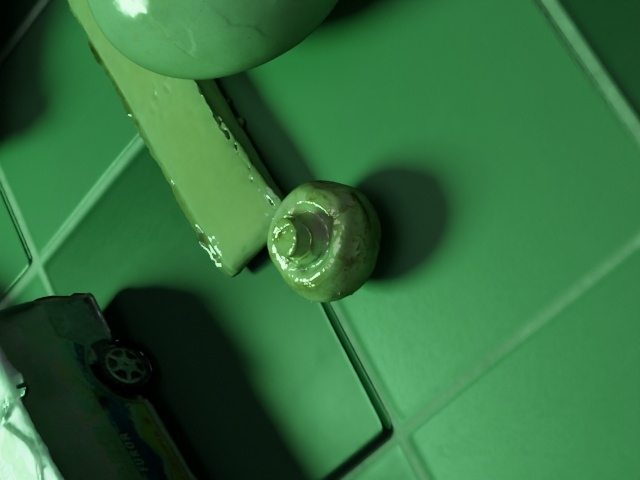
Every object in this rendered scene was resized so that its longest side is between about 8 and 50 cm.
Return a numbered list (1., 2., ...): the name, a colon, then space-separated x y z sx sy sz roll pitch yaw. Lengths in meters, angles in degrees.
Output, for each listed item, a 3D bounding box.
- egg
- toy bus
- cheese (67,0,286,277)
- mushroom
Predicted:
1. egg: -0.068 -0.188 0.936 0.209 0.151 0.151 -12 81 40
2. toy bus: -0.163 0.181 1.016 0.112 0.138 0.317 -52 60 26
3. cheese: -0.136 -0.149 1.076 0.085 0.034 0.400 -50 58 33
4. mushroom: 0.000 0.000 0.926 0.084 0.067 0.083 3 93 48
